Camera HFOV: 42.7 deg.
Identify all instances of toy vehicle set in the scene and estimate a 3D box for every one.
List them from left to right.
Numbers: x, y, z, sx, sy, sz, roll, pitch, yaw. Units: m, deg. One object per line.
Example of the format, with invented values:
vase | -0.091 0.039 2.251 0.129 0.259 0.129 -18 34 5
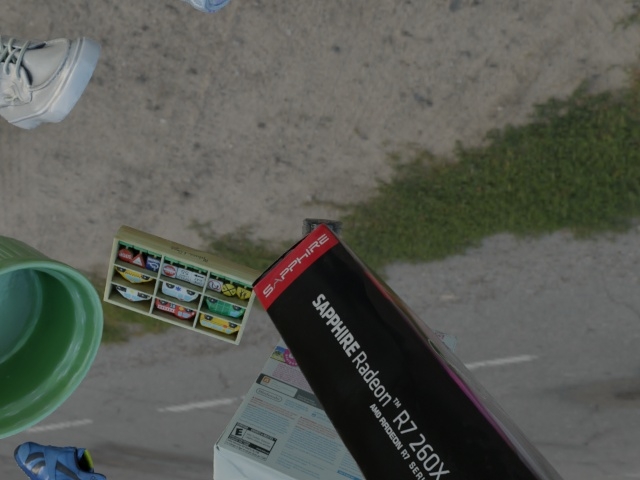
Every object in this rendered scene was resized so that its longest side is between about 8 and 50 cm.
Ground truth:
toy vehicle set | -0.252 0.083 1.485 0.266 0.035 0.166 18 128 -2

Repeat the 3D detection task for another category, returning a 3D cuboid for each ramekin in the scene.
ramekin | -0.503 0.140 1.256 0.148 0.303 0.303 29 168 35

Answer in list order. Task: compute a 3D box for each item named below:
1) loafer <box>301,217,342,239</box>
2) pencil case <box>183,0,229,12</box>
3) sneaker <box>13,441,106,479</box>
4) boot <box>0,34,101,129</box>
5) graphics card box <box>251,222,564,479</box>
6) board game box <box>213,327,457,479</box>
loafer | 0.000 0.000 1.250 0.062 0.061 0.170 6 176 -1
pencil case | -0.217 -0.382 0.985 0.273 0.124 0.113 27 -163 5
sneaker | -0.356 0.316 1.134 0.209 0.082 0.069 16 152 51
boot | -0.357 -0.197 0.951 0.123 0.095 0.258 26 159 -32
graphics card box | 0.102 0.158 0.604 0.094 0.371 0.233 -42 126 4
board game box | 0.028 0.219 1.082 0.224 0.303 0.098 21 136 13
